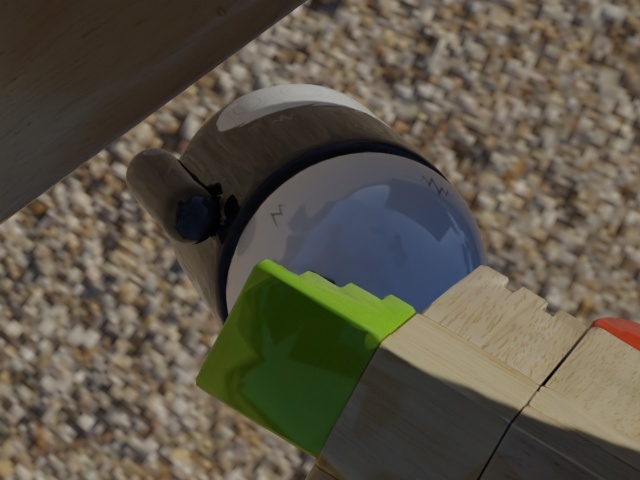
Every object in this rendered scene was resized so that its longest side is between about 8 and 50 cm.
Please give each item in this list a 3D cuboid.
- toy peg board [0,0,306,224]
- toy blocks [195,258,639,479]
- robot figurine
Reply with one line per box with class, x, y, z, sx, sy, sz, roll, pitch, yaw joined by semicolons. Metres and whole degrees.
toy peg board;-0.058;-0.112;0.396;0.160;0.161;0.079;52;29;-9
toy blocks;0.157;0.122;0.709;0.190;0.381;0.261;-63;169;17
robot figurine;-0.003;0.001;1.238;0.209;0.278;0.173;-19;115;-12
